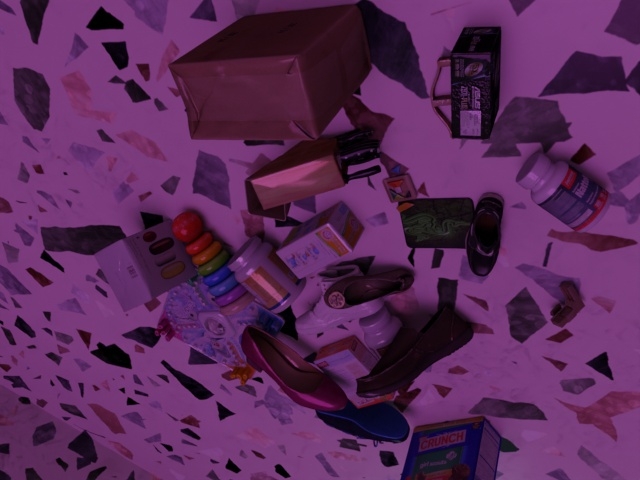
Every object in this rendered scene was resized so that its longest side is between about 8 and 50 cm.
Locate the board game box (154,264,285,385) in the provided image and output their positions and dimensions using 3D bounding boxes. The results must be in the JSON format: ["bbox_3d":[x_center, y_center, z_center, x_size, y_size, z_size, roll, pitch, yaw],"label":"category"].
[{"bbox_3d":[-0.353,0.290,2.118,0.389,0.050,0.390,30,133,0],"label":"board game box"}]

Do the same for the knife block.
[{"bbox_3d":[0.007,-0.164,1.471,0.242,0.275,0.088,19,139,52],"label":"knife block"}]

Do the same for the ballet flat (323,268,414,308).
[{"bbox_3d":[0.131,0.133,1.694,0.249,0.058,0.084,-13,109,1],"label":"ballet flat"}]

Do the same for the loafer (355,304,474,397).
[{"bbox_3d":[0.235,0.297,1.709,0.130,0.365,0.134,59,164,4],"label":"loafer"}]

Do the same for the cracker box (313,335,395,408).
[{"bbox_3d":[0.112,0.417,1.991,0.155,0.067,0.232,-27,112,39],"label":"cracker box"}]

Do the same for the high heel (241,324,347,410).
[{"bbox_3d":[-0.085,0.394,1.940,0.377,0.127,0.181,21,142,16],"label":"high heel"}]

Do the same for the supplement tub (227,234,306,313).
[{"bbox_3d":[-0.154,0.096,1.807,0.199,0.144,0.144,44,131,-12],"label":"supplement tub"}]

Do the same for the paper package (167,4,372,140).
[{"bbox_3d":[-0.093,-0.349,1.307,0.309,0.325,0.168,3,127,24],"label":"paper package"}]

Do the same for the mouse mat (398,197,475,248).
[{"bbox_3d":[0.295,-0.041,1.584,0.189,0.007,0.153,1,126,25],"label":"mouse mat"}]

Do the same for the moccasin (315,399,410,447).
[{"bbox_3d":[0.144,0.592,2.094,0.341,0.138,0.117,13,136,34],"label":"moccasin"}]

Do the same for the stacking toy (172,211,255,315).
[{"bbox_3d":[-0.325,0.059,1.881,0.141,0.141,0.330,-24,107,37],"label":"stacking toy"}]

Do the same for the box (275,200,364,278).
[{"bbox_3d":[0.000,0.000,1.679,0.203,0.114,0.103,-28,109,38],"label":"box"}]

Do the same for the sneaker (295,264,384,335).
[{"bbox_3d":[0.019,0.161,1.815,0.292,0.108,0.169,-24,112,26],"label":"sneaker"}]

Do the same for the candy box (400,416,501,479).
[{"bbox_3d":[0.389,0.711,1.926,0.268,0.317,0.122,-24,112,36],"label":"candy box"}]

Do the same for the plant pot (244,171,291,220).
[{"bbox_3d":[-0.126,-0.130,1.648,0.109,0.096,0.109,11,130,16],"label":"plant pot"}]

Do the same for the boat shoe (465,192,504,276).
[{"bbox_3d":[0.393,0.002,1.523,0.083,0.079,0.233,7,130,12],"label":"boat shoe"}]

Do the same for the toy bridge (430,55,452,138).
[{"bbox_3d":[0.273,-0.304,1.372,0.063,0.026,0.188,1,126,27],"label":"toy bridge"}]

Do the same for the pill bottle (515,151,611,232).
[{"bbox_3d":[0.518,-0.107,1.358,0.180,0.108,0.108,33,133,-4],"label":"pill bottle"}]

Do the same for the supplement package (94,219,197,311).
[{"bbox_3d":[-0.516,0.072,1.885,0.149,0.203,0.194,-22,97,35],"label":"supplement package"}]

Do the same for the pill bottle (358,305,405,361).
[{"bbox_3d":[0.202,0.294,1.815,0.121,0.121,0.216,-18,117,34],"label":"pill bottle"}]

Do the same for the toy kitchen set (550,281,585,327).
[{"bbox_3d":[0.590,0.156,1.566,0.075,0.083,0.068,53,170,-19],"label":"toy kitchen set"}]

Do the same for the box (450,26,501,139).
[{"bbox_3d":[0.312,-0.314,1.264,0.077,0.147,0.180,6,127,21],"label":"box"}]

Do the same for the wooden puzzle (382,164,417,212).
[{"bbox_3d":[0.195,-0.125,1.553,0.078,0.014,0.116,-18,112,35],"label":"wooden puzzle"}]
